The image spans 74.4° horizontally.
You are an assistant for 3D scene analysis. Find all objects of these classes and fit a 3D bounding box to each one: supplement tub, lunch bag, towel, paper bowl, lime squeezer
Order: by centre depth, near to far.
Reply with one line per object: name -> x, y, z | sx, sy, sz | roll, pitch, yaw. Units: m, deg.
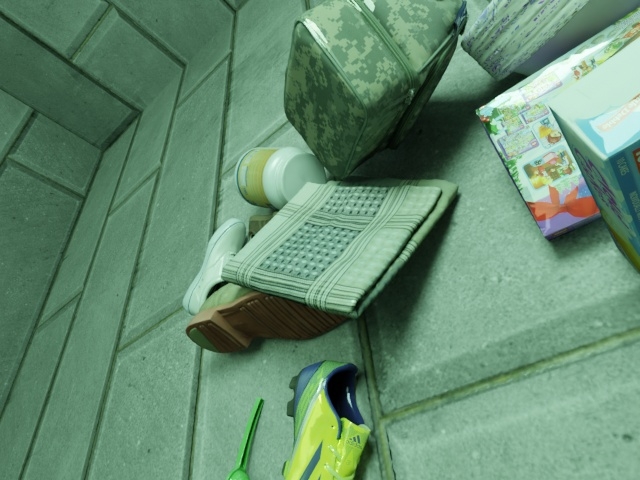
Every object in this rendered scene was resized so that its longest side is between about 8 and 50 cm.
paper bowl -> 0.353, -0.350, 0.597 | 0.284, 0.148, 0.284 | -49, 1, 1
lime squeezer -> -0.115, 0.408, 0.666 | 0.110, 0.058, 0.311 | -43, 39, 16
towel -> 0.026, -0.021, 0.715 | 0.312, 0.056, 0.324 | 8, 42, 44
lunch bag -> 0.094, -0.285, 0.741 | 0.256, 0.213, 0.305 | -37, -8, -15
supplement tub -> -0.095, -0.142, 0.973 | 0.199, 0.144, 0.145 | 15, 74, 50

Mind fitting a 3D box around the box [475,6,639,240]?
box -> 0.371, -0.153, 0.508 | 0.293, 0.057, 0.201 | -30, 69, 28

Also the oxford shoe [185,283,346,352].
oxford shoe -> -0.096, 0.104, 0.808 | 0.396, 0.141, 0.147 | -17, 36, 30

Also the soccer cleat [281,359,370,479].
soccer cleat -> 0.014, 0.305, 0.579 | 0.121, 0.093, 0.290 | -22, 49, 25

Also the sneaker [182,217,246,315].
sneaker -> -0.235, 0.072, 1.025 | 0.091, 0.094, 0.258 | 18, 81, 32

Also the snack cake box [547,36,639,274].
snack cake box -> 0.333, -0.065, 0.373 | 0.152, 0.264, 0.089 | -35, 40, 24

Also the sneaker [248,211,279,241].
sneaker -> -0.104, -0.023, 0.977 | 0.188, 0.066, 0.071 | -2, 78, 51
